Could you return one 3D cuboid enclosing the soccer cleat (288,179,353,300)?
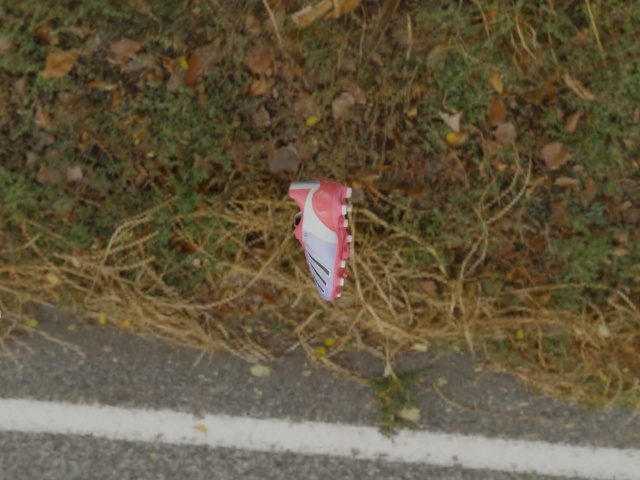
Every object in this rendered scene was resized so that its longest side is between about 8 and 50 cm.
[{"bbox_3d":[0.000,0.000,1.258,0.095,0.083,0.248,11,139,10],"label":"soccer cleat"}]
